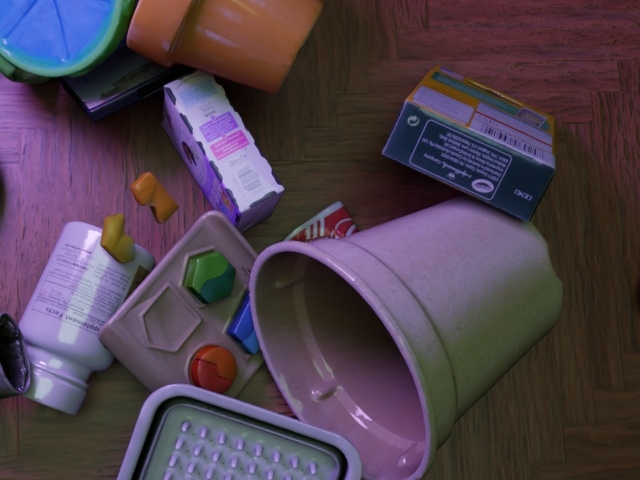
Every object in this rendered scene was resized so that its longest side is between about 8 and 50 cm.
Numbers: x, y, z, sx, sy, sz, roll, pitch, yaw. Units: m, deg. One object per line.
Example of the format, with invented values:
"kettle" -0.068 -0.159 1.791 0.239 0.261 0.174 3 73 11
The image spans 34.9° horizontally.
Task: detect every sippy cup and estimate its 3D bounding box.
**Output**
"sippy cup" -0.303 -0.344 1.338 0.306 0.224 0.240 -6 103 23

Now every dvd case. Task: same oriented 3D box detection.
"dvd case" -0.223 -0.250 1.391 0.253 0.180 0.022 -29 122 -13

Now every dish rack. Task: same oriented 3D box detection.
"dish rack" -0.123 0.351 1.287 0.286 0.072 0.332 19 102 -4

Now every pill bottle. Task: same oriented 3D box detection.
"pill bottle" -0.316 0.102 1.321 0.131 0.131 0.229 23 77 -4

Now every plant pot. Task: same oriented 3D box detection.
"plant pot" -0.105 -0.281 1.245 0.188 0.205 0.205 28 77 -6
"plant pot" 0.129 0.094 1.304 0.305 0.334 0.333 -28 84 -31

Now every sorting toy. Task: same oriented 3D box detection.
"sorting toy" -0.172 0.075 1.311 0.229 0.041 0.307 -49 118 -21

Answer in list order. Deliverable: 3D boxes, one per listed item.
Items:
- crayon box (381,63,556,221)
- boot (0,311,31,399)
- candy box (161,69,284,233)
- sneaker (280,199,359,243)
"crayon box" 0.214 -0.143 1.388 0.203 0.323 0.083 25 112 4
"boot" -0.468 0.126 1.268 0.076 0.209 0.189 -27 95 -55
"candy box" -0.136 -0.115 1.371 0.070 0.165 0.196 -30 85 -14
"sneaker" 0.000 0.000 1.433 0.118 0.042 0.067 -35 83 -15
